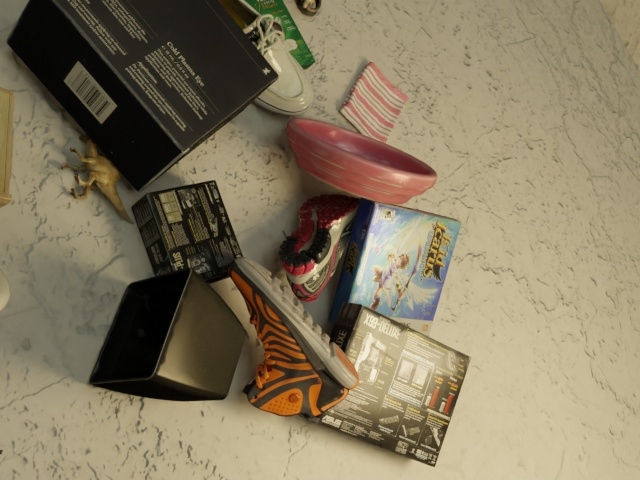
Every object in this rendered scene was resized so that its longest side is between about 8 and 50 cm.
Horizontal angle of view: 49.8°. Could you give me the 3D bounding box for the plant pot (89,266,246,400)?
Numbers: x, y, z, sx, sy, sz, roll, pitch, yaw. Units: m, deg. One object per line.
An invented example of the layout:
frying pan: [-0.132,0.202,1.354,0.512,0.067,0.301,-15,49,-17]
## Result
plant pot: [-0.237,0.177,1.145,0.167,0.188,0.187,38,54,-35]

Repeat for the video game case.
video game case: [0.162,0.063,1.465,0.244,0.061,0.269,10,99,-34]

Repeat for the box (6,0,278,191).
box: [-0.306,-0.324,1.249,0.343,0.179,0.312,51,47,-11]

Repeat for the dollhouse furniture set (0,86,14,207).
dollhouse furniture set: [-0.537,-0.108,0.960,0.212,0.242,0.161,15,65,-49]

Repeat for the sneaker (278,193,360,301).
sneaker: [0.000,0.000,1.430,0.299,0.121,0.112,-55,144,-46]

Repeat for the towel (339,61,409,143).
towel: [0.135,-0.332,1.689,0.144,0.029,0.197,40,55,-17]

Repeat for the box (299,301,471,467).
box: [0.139,0.292,1.390,0.307,0.076,0.242,27,77,-26]

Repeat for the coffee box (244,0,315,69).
coffee box: [-0.099,-0.462,1.556,0.113,0.040,0.184,-32,95,-39]

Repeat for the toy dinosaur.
toy dinosaur: [-0.388,-0.108,1.207,0.092,0.053,0.183,-26,90,-41]

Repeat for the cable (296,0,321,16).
cable: [-0.012,-0.652,1.670,0.139,0.072,0.287,46,52,-21]

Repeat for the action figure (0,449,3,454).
action figure: [-0.523,0.175,0.943,0.141,0.164,0.276,-25,99,-21]

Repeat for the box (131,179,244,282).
box: [-0.239,-0.005,1.263,0.147,0.077,0.180,-18,84,-39]

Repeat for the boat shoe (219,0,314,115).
boat shoe: [-0.140,-0.411,1.412,0.136,0.156,0.367,-46,102,-15]

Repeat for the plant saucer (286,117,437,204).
plant saucer: [0.078,-0.162,1.451,0.332,0.332,0.084,10,109,-34]

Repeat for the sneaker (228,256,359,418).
sneaker: [-0.093,0.192,1.233,0.180,0.124,0.321,-40,92,6]

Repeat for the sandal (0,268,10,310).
sandal: [-0.625,0.001,0.947,0.416,0.102,0.169,31,13,-5]
